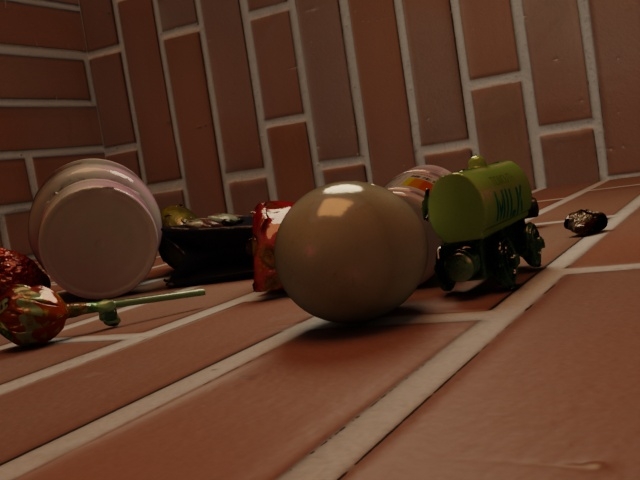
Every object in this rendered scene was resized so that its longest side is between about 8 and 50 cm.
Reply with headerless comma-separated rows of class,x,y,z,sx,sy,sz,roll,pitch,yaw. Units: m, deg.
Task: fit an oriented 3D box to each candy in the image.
candy,-0.292,0.087,1.114,0.288,0.078,0.084,-7,33,-32

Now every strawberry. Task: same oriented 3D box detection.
strawberry,-0.566,0.073,1.508,0.148,0.131,0.131,-10,4,-36

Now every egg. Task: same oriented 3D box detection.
egg,0.038,0.011,0.883,0.151,0.151,0.209,-6,1,29

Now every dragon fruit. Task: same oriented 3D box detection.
dragon fruit,0.000,0.000,1.272,0.212,0.134,0.262,1,3,0

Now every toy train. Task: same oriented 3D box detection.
toy train,0.203,-0.027,1.012,0.105,0.157,0.253,-8,6,29

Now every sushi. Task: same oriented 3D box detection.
sushi,0.445,-0.024,1.365,0.083,0.044,0.046,-15,29,-39

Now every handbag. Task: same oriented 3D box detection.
handbag,-0.112,-0.002,1.596,0.330,0.121,0.303,-6,4,15

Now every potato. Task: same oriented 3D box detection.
potato,-0.313,-0.005,1.820,0.113,0.149,0.251,-20,13,-17

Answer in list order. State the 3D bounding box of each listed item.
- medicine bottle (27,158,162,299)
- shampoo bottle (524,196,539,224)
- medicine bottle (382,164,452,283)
medicine bottle,-0.439,-0.023,1.604,0.256,0.256,0.325,-10,14,-14
shampoo bottle,0.299,-0.046,1.594,0.246,0.080,0.079,-9,6,-2
medicine bottle,0.130,-0.026,1.154,0.133,0.133,0.250,-7,10,19
